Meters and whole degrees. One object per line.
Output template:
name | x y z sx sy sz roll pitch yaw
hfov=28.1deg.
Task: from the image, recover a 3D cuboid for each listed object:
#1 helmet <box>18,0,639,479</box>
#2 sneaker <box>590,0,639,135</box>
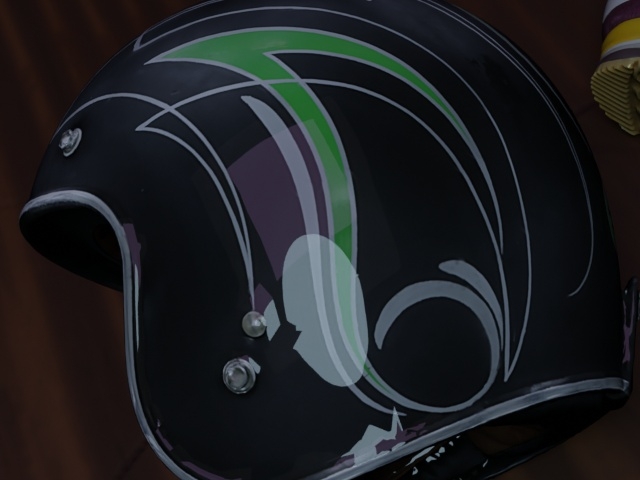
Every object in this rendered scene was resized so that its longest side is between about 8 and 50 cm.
helmet | 0.000 0.000 0.392 0.169 0.169 0.161 -23 70 3
sneaker | 0.189 -0.076 0.434 0.186 0.069 0.083 8 67 21
